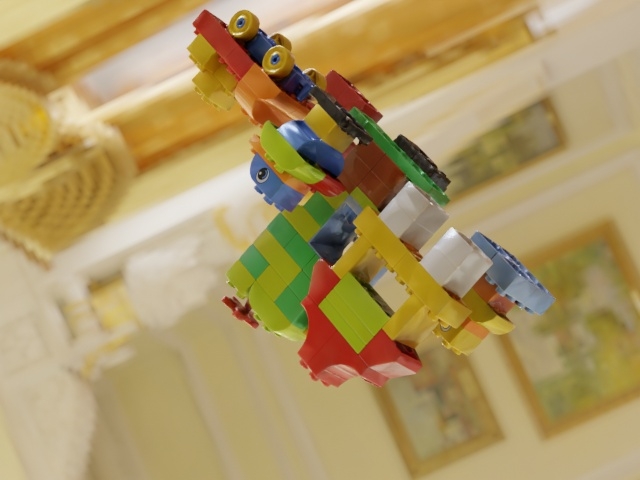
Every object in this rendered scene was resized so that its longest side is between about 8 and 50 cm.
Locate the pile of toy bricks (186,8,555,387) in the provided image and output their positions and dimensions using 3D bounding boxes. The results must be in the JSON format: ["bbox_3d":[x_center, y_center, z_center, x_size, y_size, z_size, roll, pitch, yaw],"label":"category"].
[{"bbox_3d":[0.000,0.000,0.804,0.118,0.105,0.212,31,-166,-48],"label":"pile of toy bricks"}]
